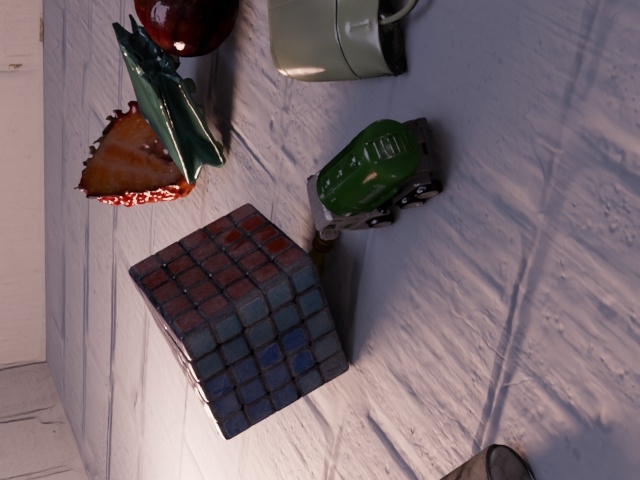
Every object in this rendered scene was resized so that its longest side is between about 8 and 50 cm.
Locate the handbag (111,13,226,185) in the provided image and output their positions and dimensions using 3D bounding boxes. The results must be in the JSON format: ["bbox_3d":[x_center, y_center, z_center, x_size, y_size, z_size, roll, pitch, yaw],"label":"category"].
[{"bbox_3d":[-0.291,-0.275,1.887,0.269,0.100,0.274,53,165,40],"label":"handbag"}]

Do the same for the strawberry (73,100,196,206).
[{"bbox_3d":[-0.368,-0.175,2.117,0.150,0.280,0.254,53,-140,-53],"label":"strawberry"}]

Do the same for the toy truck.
[{"bbox_3d":[0.064,-0.081,1.271,0.242,0.124,0.101,-39,63,62],"label":"toy truck"}]

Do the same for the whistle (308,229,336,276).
[{"bbox_3d":[0.004,0.003,1.530,0.046,0.057,0.109,28,125,5],"label":"whistle"}]

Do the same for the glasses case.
[{"bbox_3d":[0.174,0.355,1.224,0.299,0.060,0.114,-57,47,53],"label":"glasses case"}]

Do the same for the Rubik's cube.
[{"bbox_3d":[-0.125,0.122,1.519,0.238,0.237,0.237,43,159,51],"label":"Rubik's cube"}]

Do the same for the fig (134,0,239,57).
[{"bbox_3d":[-0.218,-0.456,1.731,0.250,0.186,0.204,-53,31,19],"label":"fig"}]

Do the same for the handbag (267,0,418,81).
[{"bbox_3d":[0.051,-0.335,1.318,0.315,0.109,0.241,0,98,51],"label":"handbag"}]
